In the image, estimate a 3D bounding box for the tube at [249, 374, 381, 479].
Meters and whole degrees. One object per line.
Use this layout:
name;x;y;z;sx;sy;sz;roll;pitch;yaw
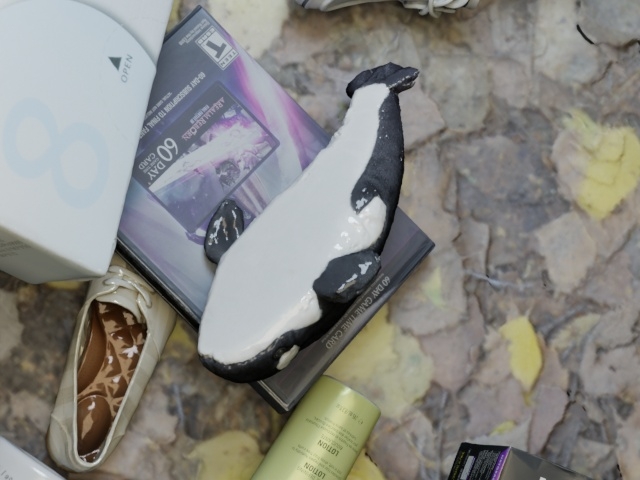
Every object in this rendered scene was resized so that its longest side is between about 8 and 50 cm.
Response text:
tube;-0.035;0.221;1.345;0.070;0.062;0.240;24;75;29

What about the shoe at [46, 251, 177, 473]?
shoe;-0.154;0.077;1.344;0.076;0.058;0.219;18;82;-9

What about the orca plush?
orca plush;0.000;0.000;1.342;0.151;0.102;0.287;0;55;24

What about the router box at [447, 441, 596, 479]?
router box;0.200;0.210;1.364;0.179;0.133;0.046;22;81;-8

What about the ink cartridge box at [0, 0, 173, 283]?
ink cartridge box;-0.272;-0.181;1.177;0.385;0.091;0.308;31;62;-42

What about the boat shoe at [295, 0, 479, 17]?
boat shoe;0.103;-0.225;1.400;0.258;0.095;0.084;-22;86;-11

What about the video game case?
video game case;-0.064;-0.027;1.364;0.274;0.026;0.196;45;64;-4

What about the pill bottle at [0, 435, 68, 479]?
pill bottle;-0.255;0.251;1.285;0.108;0.108;0.193;36;79;-6
